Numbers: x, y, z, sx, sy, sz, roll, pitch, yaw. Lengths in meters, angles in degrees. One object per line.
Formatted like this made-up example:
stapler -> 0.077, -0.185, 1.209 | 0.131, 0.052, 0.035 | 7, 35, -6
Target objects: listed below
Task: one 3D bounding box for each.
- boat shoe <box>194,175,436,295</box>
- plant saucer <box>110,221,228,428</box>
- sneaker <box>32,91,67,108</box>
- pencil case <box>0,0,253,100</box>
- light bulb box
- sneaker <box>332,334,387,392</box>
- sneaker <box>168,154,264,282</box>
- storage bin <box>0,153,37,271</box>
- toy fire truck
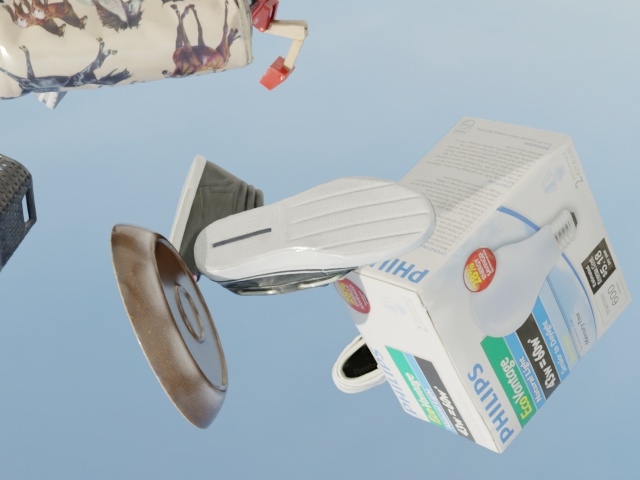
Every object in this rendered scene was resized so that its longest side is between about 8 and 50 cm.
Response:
boat shoe -> 0.000, 0.000, 1.593 | 0.335, 0.121, 0.119 | -8, 153, 20
plant saucer -> -0.199, 0.109, 1.657 | 0.050, 0.311, 0.311 | -23, -154, 5
sneaker -> -0.484, -0.336, 2.083 | 0.115, 0.281, 0.105 | 29, -127, -5
pencil case -> -0.306, -0.317, 1.753 | 0.410, 0.184, 0.160 | -8, 162, -2
light bulb box -> 0.251, 0.063, 1.857 | 0.361, 0.358, 0.225 | -45, -145, -22
sneaker -> 0.156, 0.187, 2.148 | 0.108, 0.292, 0.169 | 59, 176, 9
sneaker -> -0.169, 0.015, 1.891 | 0.146, 0.104, 0.296 | 19, -115, -10
storage bin -> -0.423, -0.052, 1.350 | 0.180, 0.122, 0.084 | 24, -125, 7
toy fire truck -> -0.068, -0.348, 1.913 | 0.135, 0.192, 0.047 | 41, -142, -5
